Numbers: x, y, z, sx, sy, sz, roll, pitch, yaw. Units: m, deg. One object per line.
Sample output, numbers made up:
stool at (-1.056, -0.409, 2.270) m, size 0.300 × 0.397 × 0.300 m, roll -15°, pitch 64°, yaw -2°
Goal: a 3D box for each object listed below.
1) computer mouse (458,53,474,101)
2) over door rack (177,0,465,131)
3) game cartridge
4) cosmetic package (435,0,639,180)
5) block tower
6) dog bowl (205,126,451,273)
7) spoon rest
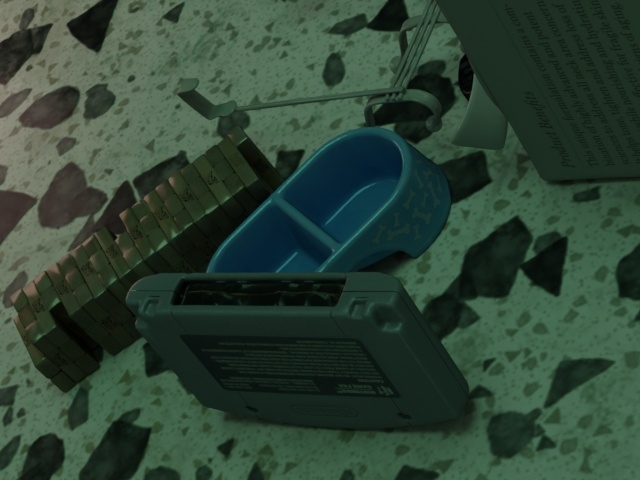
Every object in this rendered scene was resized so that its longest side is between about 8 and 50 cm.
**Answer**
computer mouse at (0.197, -0.231, 1.800) m, size 0.071 × 0.041 × 0.242 m, roll -26°, pitch 37°, yaw 39°
over door rack at (0.034, -0.226, 1.839) m, size 0.324 × 0.108 × 0.239 m, roll 5°, pitch 58°, yaw 32°
game cartridge at (-0.018, 0.106, 1.544) m, size 0.297 × 0.198 × 0.062 m, roll -1°, pitch 56°, yaw 32°
cosmetic package at (0.358, -0.282, 1.520) m, size 0.393 × 0.329 × 0.327 m, roll -1°, pitch 56°, yaw 31°
block tower at (-0.185, 0.021, 1.799) m, size 0.335 × 0.091 × 0.097 m, roll -38°, pitch 45°, yaw 2°
dog bowl at (0.000, 0.000, 1.708) m, size 0.297 × 0.074 × 0.166 m, roll -44°, pitch 44°, yaw -6°
spoon rest at (0.172, -0.233, 1.685) m, size 0.137 × 0.084 × 0.276 m, roll 5°, pitch 66°, yaw -7°
